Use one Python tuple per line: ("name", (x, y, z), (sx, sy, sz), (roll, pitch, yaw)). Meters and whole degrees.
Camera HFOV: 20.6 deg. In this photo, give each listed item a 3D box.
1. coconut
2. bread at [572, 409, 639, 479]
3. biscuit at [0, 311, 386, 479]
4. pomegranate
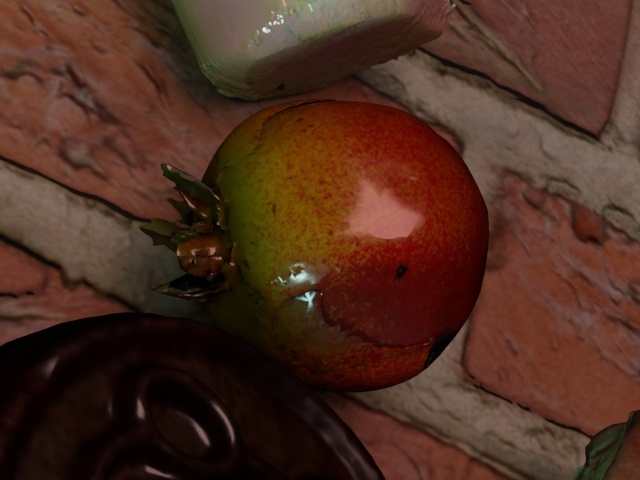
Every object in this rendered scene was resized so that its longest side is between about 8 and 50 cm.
("coconut", (-0.018, -0.248, 1.336), (0.233, 0.233, 0.245), (-11, 77, -35))
("bread", (0.209, 0.235, 1.207), (0.123, 0.190, 0.244), (28, 55, 3))
("biscuit", (-0.068, 0.228, 1.020), (0.407, 0.091, 0.407), (31, 46, -39))
("pomegranate", (0.000, 0.000, 1.199), (0.235, 0.210, 0.210), (3, 62, -26))
